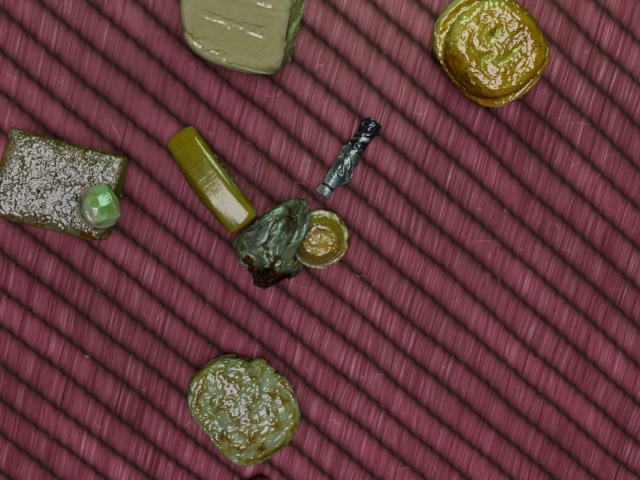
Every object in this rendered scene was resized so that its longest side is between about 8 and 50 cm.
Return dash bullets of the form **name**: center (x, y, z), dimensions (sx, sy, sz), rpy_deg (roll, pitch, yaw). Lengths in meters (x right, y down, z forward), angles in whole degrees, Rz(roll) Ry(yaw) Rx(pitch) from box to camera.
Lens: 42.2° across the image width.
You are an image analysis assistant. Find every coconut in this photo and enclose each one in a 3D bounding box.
- **coconut**: center (-0.418, -0.060, 1.558), dimensions (0.081, 0.082, 0.083), rpy_deg (-17, 120, -12)

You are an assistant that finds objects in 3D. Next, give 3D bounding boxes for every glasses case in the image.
- **glasses case**: center (-0.219, -0.120, 1.662), dimensions (0.079, 0.064, 0.234), rpy_deg (-37, 87, 9)

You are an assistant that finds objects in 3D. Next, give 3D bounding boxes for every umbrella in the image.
- **umbrella**: center (0.060, -0.167, 1.696), dimensions (0.050, 0.046, 0.188), rpy_deg (39, 95, 35)

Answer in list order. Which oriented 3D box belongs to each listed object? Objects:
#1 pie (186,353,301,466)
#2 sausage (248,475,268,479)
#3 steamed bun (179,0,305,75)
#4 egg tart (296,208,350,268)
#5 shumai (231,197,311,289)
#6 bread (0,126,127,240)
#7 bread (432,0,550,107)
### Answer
- **pie**: center (-0.155, 0.346, 1.737), dimensions (0.201, 0.090, 0.248), rpy_deg (-38, 100, -9)
- **sausage**: center (-0.148, 0.545, 1.782), dimensions (0.094, 0.054, 0.059), rpy_deg (-35, 99, 2)
- **steamed bun**: center (-0.142, -0.458, 1.561), dimensions (0.232, 0.166, 0.273), rpy_deg (13, 137, 0)
- **egg tart**: center (0.000, 0.000, 1.717), dimensions (0.129, 0.049, 0.129), rpy_deg (-1, 100, -4)
- **shumai**: center (-0.077, 0.009, 1.644), dimensions (0.184, 0.184, 0.142), rpy_deg (-34, 94, 1)
- **bread**: center (-0.514, -0.106, 1.636), dimensions (0.234, 0.110, 0.184), rpy_deg (15, 94, -8)
- **bread**: center (0.337, -0.382, 1.650), dimensions (0.198, 0.120, 0.236), rpy_deg (-42, 98, 4)
